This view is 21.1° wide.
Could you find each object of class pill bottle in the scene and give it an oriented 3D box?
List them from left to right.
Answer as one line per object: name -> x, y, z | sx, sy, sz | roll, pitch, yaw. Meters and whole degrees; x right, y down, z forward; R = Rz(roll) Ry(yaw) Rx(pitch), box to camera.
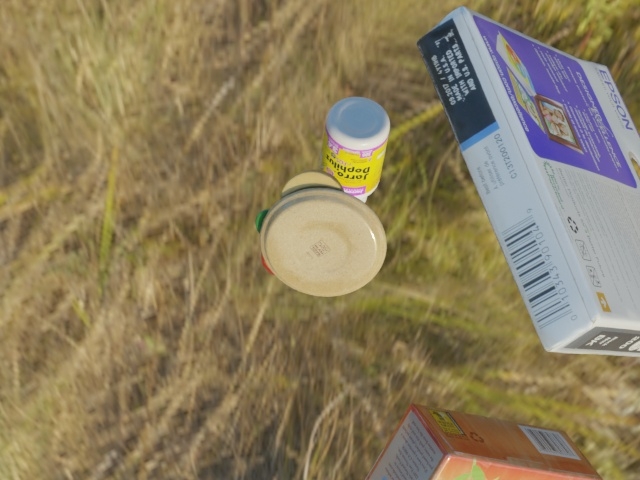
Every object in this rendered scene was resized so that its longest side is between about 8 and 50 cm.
pill bottle -> 0.022, -0.057, 1.175 | 0.043, 0.083, 0.043 | 3, 53, -4

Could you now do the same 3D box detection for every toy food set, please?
toy food set -> 0.000, 0.000, 1.079 | 0.083, 0.082, 0.020 | 32, 30, -14

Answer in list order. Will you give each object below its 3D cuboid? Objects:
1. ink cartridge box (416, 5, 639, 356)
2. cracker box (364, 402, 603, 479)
ink cartridge box -> 0.158, -0.029, 1.047 | 0.045, 0.208, 0.206 | -32, 68, 28
cracker box -> 0.086, 0.240, 1.286 | 0.232, 0.155, 0.067 | -61, 37, 20
